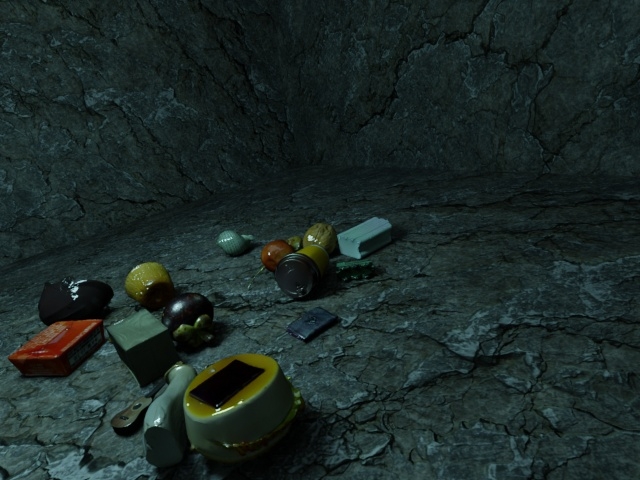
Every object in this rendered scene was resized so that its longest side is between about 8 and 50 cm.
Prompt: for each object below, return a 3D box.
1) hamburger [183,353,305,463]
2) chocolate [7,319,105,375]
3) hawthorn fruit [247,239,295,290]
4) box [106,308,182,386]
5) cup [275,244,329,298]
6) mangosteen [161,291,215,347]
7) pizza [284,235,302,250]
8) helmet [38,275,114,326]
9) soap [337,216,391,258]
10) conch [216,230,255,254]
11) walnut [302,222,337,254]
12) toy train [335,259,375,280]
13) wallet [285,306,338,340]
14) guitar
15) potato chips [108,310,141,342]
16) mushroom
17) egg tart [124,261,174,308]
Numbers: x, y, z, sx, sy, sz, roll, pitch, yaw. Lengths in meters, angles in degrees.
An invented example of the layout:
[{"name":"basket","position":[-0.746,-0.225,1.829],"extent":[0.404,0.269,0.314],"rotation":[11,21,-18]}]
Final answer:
[{"name":"hamburger","position":[-0.199,0.419,1.039],"extent":[0.294,0.179,0.276],"rotation":[2,22,39]},{"name":"chocolate","position":[-0.977,0.404,1.566],"extent":[0.234,0.108,0.237],"rotation":[-6,20,14]},{"name":"hawthorn fruit","position":[-0.241,0.113,1.907],"extent":[0.285,0.165,0.165],"rotation":[-34,29,-22]},{"name":"box","position":[-0.607,0.361,1.428],"extent":[0.155,0.149,0.231],"rotation":[-27,26,-33]},{"name":"cup","position":[-0.063,0.117,1.752],"extent":[0.196,0.197,0.279],"rotation":[-3,15,20]},{"name":"mangosteen","position":[-0.463,0.295,1.504],"extent":[0.217,0.192,0.192],"rotation":[30,41,29]},{"name":"pizza","position":[-0.186,0.040,2.100],"extent":[0.197,0.058,0.292],"rotation":[-39,13,-16]},{"name":"helmet","position":[-1.067,0.284,1.787],"extent":[0.305,0.225,0.177],"rotation":[-10,50,12]},{"name":"soap","position":[0.233,-0.016,2.052],"extent":[0.289,0.095,0.172],"rotation":[-26,27,-35]},{"name":"conch","position":[-0.467,0.021,2.267],"extent":[0.199,0.131,0.172],"rotation":[13,-12,-13]},{"name":"walnut","position":[0.000,0.000,2.044],"extent":[0.165,0.165,0.197],"rotation":[-4,22,18]},{"name":"toy train","position":[0.147,0.123,1.779],"extent":[0.170,0.071,0.111],"rotation":[-9,14,4]},{"name":"wallet","position":[-0.029,0.296,1.472],"extent":[0.165,0.030,0.111],"rotation":[-27,31,-33]},{"name":"guitar","position":[-0.508,0.468,1.255],"extent":[0.083,0.038,0.271],"rotation":[1,26,27]},{"name":"potato chips","position":[-0.777,0.348,1.692],"extent":[0.150,0.049,0.202],"rotation":[-9,26,20]},{"name":"mushroom","position":[-0.390,0.443,1.110],"extent":[0.122,0.159,0.329],"rotation":[21,13,-12]},{"name":"egg tart","position":[-0.751,0.214,1.848],"extent":[0.202,0.203,0.147],"rotation":[-24,37,-30]}]
